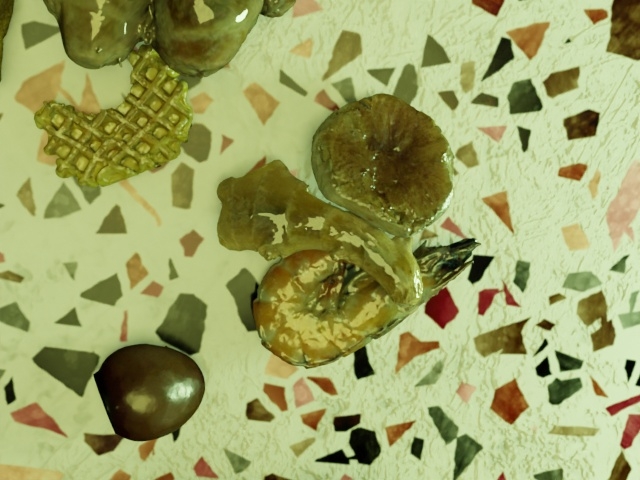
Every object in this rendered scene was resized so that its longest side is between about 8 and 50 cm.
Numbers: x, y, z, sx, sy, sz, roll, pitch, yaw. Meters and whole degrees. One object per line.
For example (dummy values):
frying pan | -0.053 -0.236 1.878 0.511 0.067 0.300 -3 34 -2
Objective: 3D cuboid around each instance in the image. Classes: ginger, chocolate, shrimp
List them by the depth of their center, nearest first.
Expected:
ginger | -0.176 -0.298 1.108 0.304 0.155 0.245 16 67 -16
ginger | 0.000 0.000 1.202 0.294 0.086 0.131 29 69 -1
chocolate | -0.215 0.191 1.230 0.133 0.127 0.124 -24 134 -16
shrimp | 0.055 0.049 1.259 0.317 0.062 0.164 -27 99 -2

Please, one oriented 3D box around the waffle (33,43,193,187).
waffle | -0.251 -0.150 1.180 0.194 0.051 0.149 -19 94 1

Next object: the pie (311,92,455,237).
pie | 0.084 -0.101 1.208 0.195 0.046 0.195 6 69 -16

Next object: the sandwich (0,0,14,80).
sandwich | -0.458 -0.344 1.091 0.249 0.095 0.273 18 98 -8
